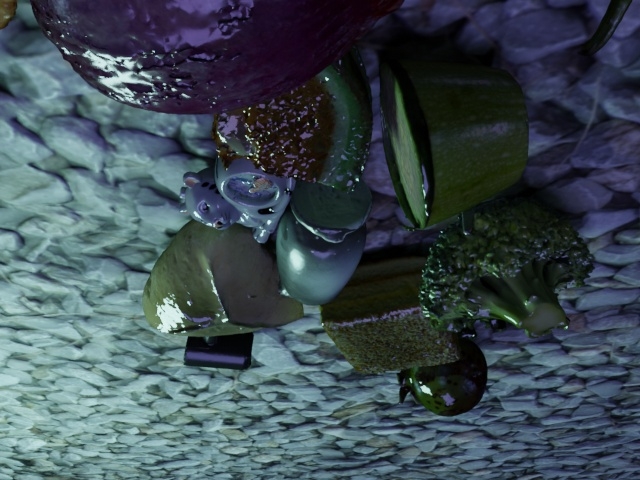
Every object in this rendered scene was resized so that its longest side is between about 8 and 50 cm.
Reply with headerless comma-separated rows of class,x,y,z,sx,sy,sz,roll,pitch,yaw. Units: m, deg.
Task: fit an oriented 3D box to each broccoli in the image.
broccoli,0.238,0.042,0.913,0.226,0.176,0.198,30,123,-12

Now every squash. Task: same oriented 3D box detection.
squash,0.124,-0.099,0.712,0.123,0.170,0.170,-9,149,-9

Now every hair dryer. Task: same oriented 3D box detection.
hair dryer,-0.157,0.126,1.169,0.114,0.070,0.248,6,139,-8

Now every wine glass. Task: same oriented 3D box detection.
wine glass,0.000,0.000,0.903,0.111,0.111,0.204,5,147,-8

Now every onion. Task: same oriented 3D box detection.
onion,-0.049,-0.191,0.479,0.349,0.159,0.267,2,134,11

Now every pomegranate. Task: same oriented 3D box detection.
pomegranate,0.205,0.236,1.261,0.169,0.148,0.148,-19,143,25

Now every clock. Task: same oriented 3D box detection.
clock,-0.097,-0.067,0.827,0.117,0.080,0.176,10,148,-15

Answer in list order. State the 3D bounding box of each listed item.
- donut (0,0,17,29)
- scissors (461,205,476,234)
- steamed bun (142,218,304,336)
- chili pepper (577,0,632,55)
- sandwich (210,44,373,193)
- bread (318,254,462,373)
donut,-0.335,-0.234,0.511,0.254,0.118,0.253,7,149,4
scissors,0.160,-0.049,0.777,0.100,0.189,0.015,-7,116,16
steamed bun,-0.144,0.065,0.988,0.231,0.110,0.212,-7,138,-1
chili pepper,0.191,-0.280,0.486,0.137,0.091,0.368,-13,140,30
sandwich,-0.023,-0.136,0.672,0.159,0.079,0.235,-12,137,-13
bread,0.106,0.112,1.094,0.184,0.110,0.234,-11,149,11
